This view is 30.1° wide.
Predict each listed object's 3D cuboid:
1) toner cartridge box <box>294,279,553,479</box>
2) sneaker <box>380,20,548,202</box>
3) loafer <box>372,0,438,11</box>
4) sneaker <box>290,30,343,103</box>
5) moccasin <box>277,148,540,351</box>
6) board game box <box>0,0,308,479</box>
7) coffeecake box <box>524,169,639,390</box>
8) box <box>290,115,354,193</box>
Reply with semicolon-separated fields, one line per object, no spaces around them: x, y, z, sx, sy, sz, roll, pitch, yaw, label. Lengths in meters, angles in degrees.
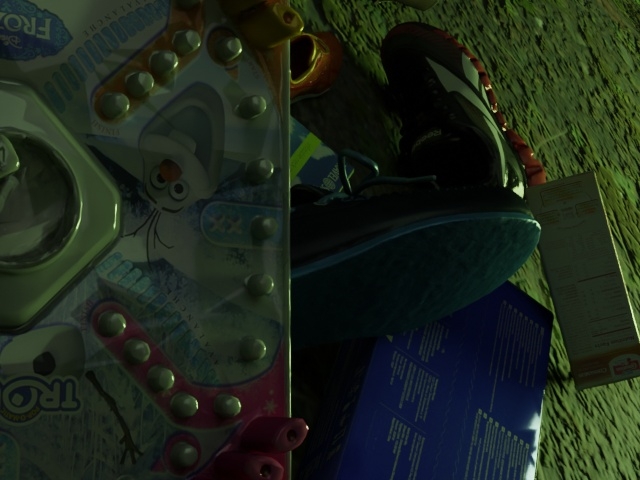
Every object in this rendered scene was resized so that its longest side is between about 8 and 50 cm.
0.090;0.136;0.944;0.165;0.075;0.348;37;35;-10;toner cartridge box
0.129;-0.125;1.238;0.135;0.097;0.276;-1;55;-48;sneaker
0.118;-0.323;1.452;0.078;0.080;0.220;47;35;7;loafer
-0.013;-0.178;1.182;0.064;0.067;0.175;42;33;1;sneaker
0.000;0.000;0.874;0.342;0.138;0.117;-10;47;-24;moccasin
-0.174;-0.023;0.671;0.389;0.050;0.390;5;80;-34;board game box
0.247;0.038;1.107;0.142;0.068;0.186;11;65;-78;coffeecake box
-0.047;-0.071;1.058;0.178;0.042;0.109;39;35;-5;box
